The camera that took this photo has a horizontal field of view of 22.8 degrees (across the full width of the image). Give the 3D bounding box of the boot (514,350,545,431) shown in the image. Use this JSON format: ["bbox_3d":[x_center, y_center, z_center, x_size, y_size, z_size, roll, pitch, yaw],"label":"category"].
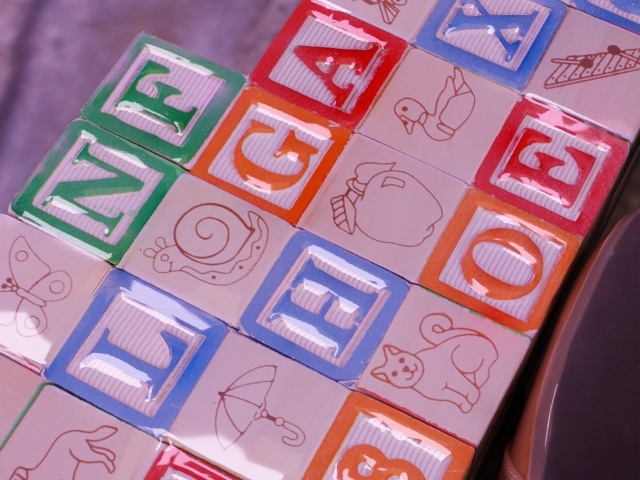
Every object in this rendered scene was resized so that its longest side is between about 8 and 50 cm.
[{"bbox_3d":[0.117,0.056,0.596,0.087,0.042,0.118,14,57,3],"label":"boot"}]

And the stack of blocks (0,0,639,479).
[{"bbox_3d":[0.000,0.000,0.557,0.171,0.087,0.297,26,63,12],"label":"stack of blocks"}]

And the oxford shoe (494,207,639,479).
[{"bbox_3d":[0.079,0.086,0.533,0.076,0.076,0.212,25,78,-25],"label":"oxford shoe"}]
